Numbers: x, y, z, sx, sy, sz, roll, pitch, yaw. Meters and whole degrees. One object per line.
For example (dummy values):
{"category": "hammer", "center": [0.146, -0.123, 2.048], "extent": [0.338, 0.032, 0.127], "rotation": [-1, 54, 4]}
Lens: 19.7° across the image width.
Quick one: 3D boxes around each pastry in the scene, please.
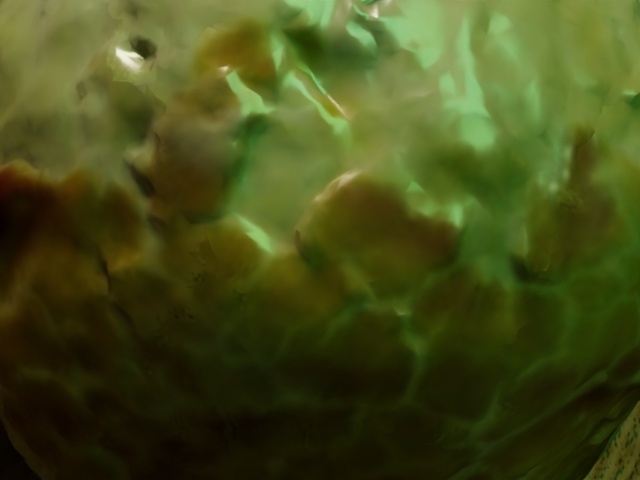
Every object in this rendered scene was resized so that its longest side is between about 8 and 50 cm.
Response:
{"category": "pastry", "center": [0.000, 0.000, 0.873], "extent": [0.388, 0.388, 0.312], "rotation": [18, 63, -32]}
